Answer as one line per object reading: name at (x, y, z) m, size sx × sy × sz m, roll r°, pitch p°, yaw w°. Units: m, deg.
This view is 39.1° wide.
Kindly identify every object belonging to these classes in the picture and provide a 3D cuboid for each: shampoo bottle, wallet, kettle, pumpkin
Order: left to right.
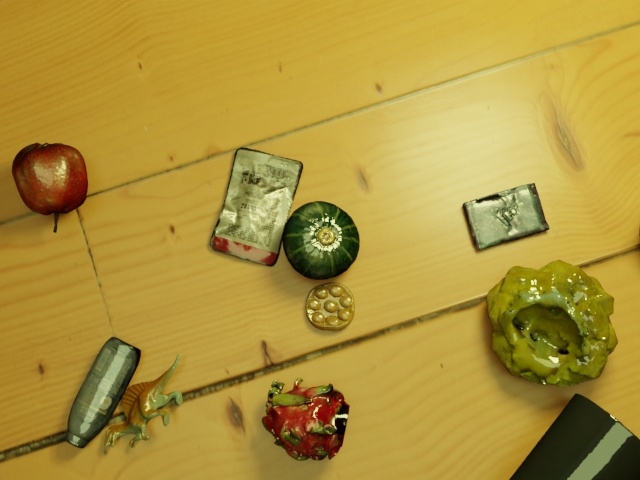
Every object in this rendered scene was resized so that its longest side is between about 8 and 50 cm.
shampoo bottle at (-0.460, 0.320, 1.887) m, size 0.087 × 0.049 × 0.234 m, roll 25°, pitch 82°, yaw 3°
pumpkin at (0.002, -0.001, 1.892) m, size 0.167 × 0.125 × 0.167 m, roll 0°, pitch 83°, yaw 0°
wallet at (0.399, -0.051, 1.942) m, size 0.165 × 0.030 × 0.111 m, roll -16°, pitch 86°, yaw 0°
kettle at (0.503, 0.496, 1.797) m, size 0.308 × 0.262 × 0.203 m, roll -49°, pitch 48°, yaw -3°

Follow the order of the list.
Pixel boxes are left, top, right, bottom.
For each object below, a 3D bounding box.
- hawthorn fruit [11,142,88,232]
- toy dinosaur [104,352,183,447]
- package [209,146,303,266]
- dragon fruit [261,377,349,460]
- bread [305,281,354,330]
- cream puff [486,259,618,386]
hawthorn fruit at (-0.569, -0.113, 1.911) m, size 0.157 × 0.157 × 0.194 m, roll -8°, pitch 91°, yaw 0°
toy dinosaur at (-0.366, 0.339, 1.891) m, size 0.142 × 0.057 × 0.212 m, roll 4°, pitch 69°, yaw 21°
package at (-0.140, -0.076, 1.954) m, size 0.154 × 0.030 × 0.239 m, roll 15°, pitch 82°, yaw 2°
dragon fruit at (-0.031, 0.356, 1.826) m, size 0.172 × 0.160 × 0.167 m, roll 11°, pitch 100°, yaw 5°
bread at (0.021, 0.141, 1.920) m, size 0.110 × 0.024 × 0.110 m, roll 0°, pitch 80°, yaw 0°
cream puff at (0.473, 0.167, 1.830) m, size 0.281 × 0.185 × 0.282 m, roll 0°, pitch 78°, yaw -1°
